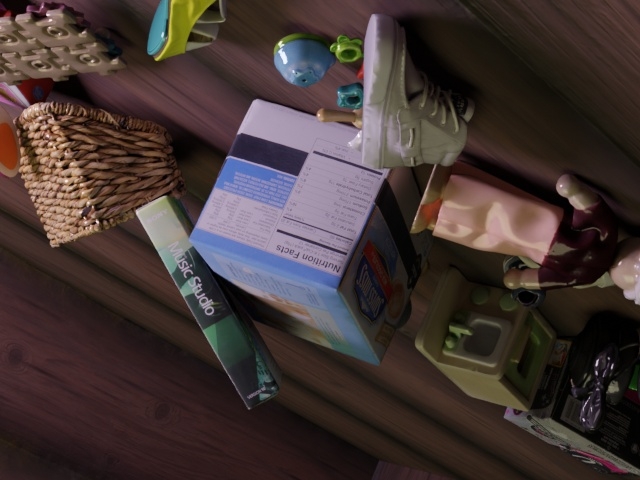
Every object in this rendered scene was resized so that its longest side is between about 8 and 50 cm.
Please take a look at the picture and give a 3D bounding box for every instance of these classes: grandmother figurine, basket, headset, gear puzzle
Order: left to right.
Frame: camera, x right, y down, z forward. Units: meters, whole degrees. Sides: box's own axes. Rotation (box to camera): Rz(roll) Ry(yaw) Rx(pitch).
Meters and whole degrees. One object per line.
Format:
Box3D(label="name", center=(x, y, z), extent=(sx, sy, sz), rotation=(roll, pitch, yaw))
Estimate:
Box3D(label="gear puzzle", center=(-0.439, -0.269, 1.575), extent=(0.339, 0.044, 0.175), rotation=(-2, 161, 22))
Box3D(label="basket", center=(-0.358, -0.135, 1.872), extent=(0.299, 0.213, 0.223), rotation=(-12, 102, 64))
Box3D(label="grandmother figurine", center=(0.295, -0.009, 1.454), extent=(0.342, 0.104, 0.208), rotation=(21, 149, 3))
Box3D(label="headset", center=(0.480, 0.224, 1.762), extent=(0.243, 0.185, 0.394), rotation=(14, 172, 29))

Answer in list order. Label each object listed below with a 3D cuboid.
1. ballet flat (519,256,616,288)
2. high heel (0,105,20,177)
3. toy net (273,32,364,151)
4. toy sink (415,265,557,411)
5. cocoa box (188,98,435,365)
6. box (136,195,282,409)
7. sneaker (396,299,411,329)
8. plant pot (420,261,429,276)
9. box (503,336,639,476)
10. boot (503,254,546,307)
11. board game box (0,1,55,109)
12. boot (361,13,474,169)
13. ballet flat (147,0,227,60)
Box3D(label="ballet flat", center=(0.337, 0.029, 1.556), extent=(0.213, 0.068, 0.072), rotation=(25, 163, -4))
Box3D(label="high heel", center=(-0.560, -0.192, 1.783), extent=(0.117, 0.082, 0.244), rotation=(4, 143, 28))
Box3D(label="toy net", center=(0.047, -0.176, 1.375), extent=(0.122, 0.045, 0.232), rotation=(-21, 145, 26))
Box3D(label="toy sink", center=(0.283, 0.164, 1.910), extent=(0.131, 0.152, 0.234), rotation=(11, 158, 37))
Box3D(label="cocoa box", center=(0.000, 0.000, 1.645), extent=(0.231, 0.228, 0.347), rotation=(18, 163, 19))
Box3D(label="box", center=(-0.158, 0.085, 1.709), extent=(0.322, 0.058, 0.232), rotation=(59, 179, -1))
Box3D(label="sneaker", center=(0.009, 0.059, 1.967), extent=(0.319, 0.112, 0.131), rotation=(26, 179, 6))
Box3D(label="plant pot", center=(0.069, 0.017, 1.954), extent=(0.236, 0.032, 0.236), rotation=(22, 164, 6))
Box3D(label="box", center=(0.474, 0.296, 2.032), extent=(0.247, 0.163, 0.142), rotation=(30, 161, -20))
Box3D(label="boot", center=(0.296, 0.059, 1.674), extent=(0.069, 0.086, 0.190), rotation=(22, 164, 5))
Box3D(label="board game box", center=(-0.560, -0.318, 1.712), extent=(0.242, 0.064, 0.316), rotation=(20, 163, 12))
Box3D(label="boot", center=(0.109, -0.161, 1.274), extent=(0.123, 0.095, 0.258), rotation=(1, 157, 1))
Box3D(label="ballet flat", center=(-0.150, -0.260, 1.330), extent=(0.077, 0.077, 0.231), rotation=(10, 165, -13))
